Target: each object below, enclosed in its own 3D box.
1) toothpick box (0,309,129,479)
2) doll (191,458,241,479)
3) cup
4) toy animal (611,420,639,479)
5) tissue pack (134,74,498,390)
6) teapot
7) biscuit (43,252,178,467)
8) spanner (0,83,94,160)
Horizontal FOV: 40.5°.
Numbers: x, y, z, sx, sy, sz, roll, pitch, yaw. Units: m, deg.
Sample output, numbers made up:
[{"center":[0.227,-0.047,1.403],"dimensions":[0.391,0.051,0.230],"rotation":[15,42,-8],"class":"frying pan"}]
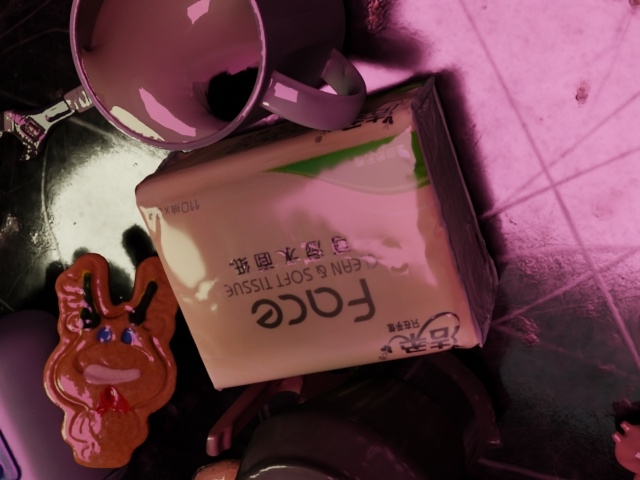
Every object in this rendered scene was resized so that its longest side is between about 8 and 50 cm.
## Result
[{"center":[-0.492,0.272,1.410],"dimensions":[0.263,0.263,0.354],"rotation":[-19,100,23],"class":"toothpick box"},{"center":[-0.066,0.416,1.391],"dimensions":[0.303,0.201,0.156],"rotation":[-11,141,27],"class":"doll"},{"center":[-0.080,-0.239,1.055],"dimensions":[0.323,0.327,0.236],"rotation":[28,114,8],"class":"cup"},{"center":[0.462,0.317,1.205],"dimensions":[0.150,0.089,0.083],"rotation":[50,119,7],"class":"toy animal"},{"center":[0.000,0.000,1.181],"dimensions":[0.405,0.205,0.331],"rotation":[-13,108,23],"class":"tissue pack"},{"center":[0.044,0.295,1.186],"dimensions":[0.376,0.362,0.305],"rotation":[18,118,22],"class":"teapot"},{"center":[-0.321,0.184,1.344],"dimensions":[0.202,0.047,0.333],"rotation":[7,87,-13],"class":"biscuit"},{"center":[-0.375,-0.208,1.335],"dimensions":[0.316,0.024,0.087],"rotation":[-21,102,22],"class":"spanner"}]
